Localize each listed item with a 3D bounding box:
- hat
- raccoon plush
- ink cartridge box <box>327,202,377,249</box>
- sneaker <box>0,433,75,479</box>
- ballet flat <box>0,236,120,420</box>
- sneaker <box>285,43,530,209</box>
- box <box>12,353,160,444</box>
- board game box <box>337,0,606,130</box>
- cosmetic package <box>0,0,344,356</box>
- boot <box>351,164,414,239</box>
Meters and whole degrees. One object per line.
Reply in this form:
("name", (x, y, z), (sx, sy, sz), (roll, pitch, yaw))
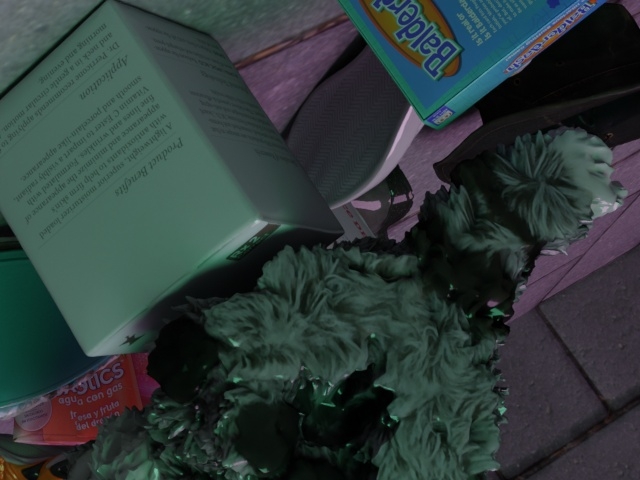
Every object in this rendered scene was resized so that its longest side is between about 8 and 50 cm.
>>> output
("hat", (0.262, -0.166, 1.411), (0.331, 0.134, 0.331), (-14, 168, -3))
("raccoon plush", (0.019, 0.120, 0.976), (0.446, 0.216, 0.299), (-26, 173, -31))
("ink cartridge box", (-0.035, 0.007, 1.281), (0.093, 0.154, 0.212), (-41, 164, 25))
("sneaker", (-0.308, 0.240, 1.383), (0.262, 0.099, 0.121), (9, -176, 2))
("ballet flat", (-0.341, 0.094, 1.026), (0.409, 0.147, 0.147), (-20, 160, -34))
("sneaker", (0.097, -0.135, 1.206), (0.169, 0.108, 0.292), (-14, 154, -46))
("box", (-0.164, 0.122, 1.293), (0.142, 0.154, 0.300), (-1, 170, 13))
("board game box", (0.114, -0.202, 0.921), (0.210, 0.160, 0.047), (-37, 166, 14))
("cosmetic package", (-0.112, -0.037, 0.918), (0.151, 0.183, 0.151), (-38, 165, 17))
("boot", (0.000, 0.000, 1.525), (0.161, 0.083, 0.246), (-20, 156, -21))
